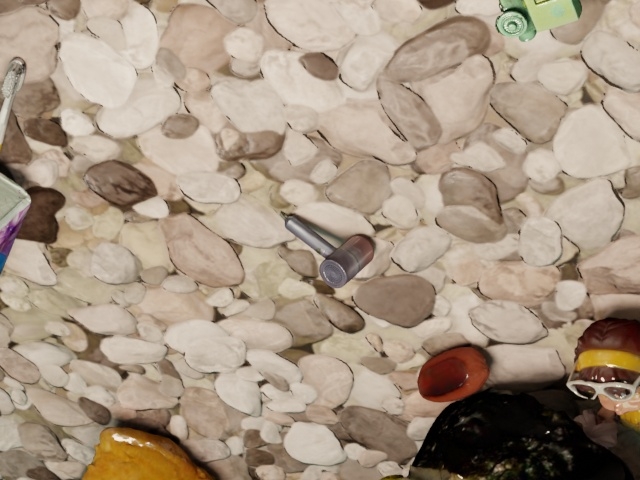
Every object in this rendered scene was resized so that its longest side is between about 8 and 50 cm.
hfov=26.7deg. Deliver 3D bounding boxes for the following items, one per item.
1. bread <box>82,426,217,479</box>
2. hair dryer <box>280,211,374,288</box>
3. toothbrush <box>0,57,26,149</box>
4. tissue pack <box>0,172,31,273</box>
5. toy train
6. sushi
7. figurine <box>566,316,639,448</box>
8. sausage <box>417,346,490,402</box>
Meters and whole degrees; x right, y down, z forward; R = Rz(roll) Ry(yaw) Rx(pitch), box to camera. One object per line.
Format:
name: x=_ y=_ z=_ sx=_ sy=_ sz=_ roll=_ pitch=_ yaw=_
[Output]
bread: x=-0.230 y=0.412 z=1.850 sx=0.179 sy=0.194 sz=0.340 roll=13 pitch=129 yaw=6
hair dryer: x=0.000 y=0.000 z=1.513 sx=0.114 sy=0.063 sz=0.037 roll=37 pitch=135 yaw=12
toothbrush: x=-0.376 y=-0.097 z=1.544 sx=0.021 sy=0.024 sz=0.288 roll=25 pitch=134 yaw=-5
tissue pack: x=-0.480 y=0.011 z=1.574 sx=0.198 sy=0.146 sz=0.263 roll=33 pitch=135 yaw=-1
toy train: x=0.187 y=-0.239 z=1.236 sx=0.081 sy=0.050 sz=0.122 roll=-14 pitch=126 yaw=21
sushi: x=0.192 y=0.362 z=1.548 sx=0.328 sy=0.285 sz=0.328 roll=42 pitch=153 yaw=41
figurine: x=0.362 y=0.180 z=1.521 sx=0.174 sy=0.116 sz=0.240 roll=2 pitch=140 yaw=39
sausage: x=0.158 y=0.160 z=1.603 sx=0.094 sy=0.059 sz=0.054 roll=-25 pitch=164 yaw=33
